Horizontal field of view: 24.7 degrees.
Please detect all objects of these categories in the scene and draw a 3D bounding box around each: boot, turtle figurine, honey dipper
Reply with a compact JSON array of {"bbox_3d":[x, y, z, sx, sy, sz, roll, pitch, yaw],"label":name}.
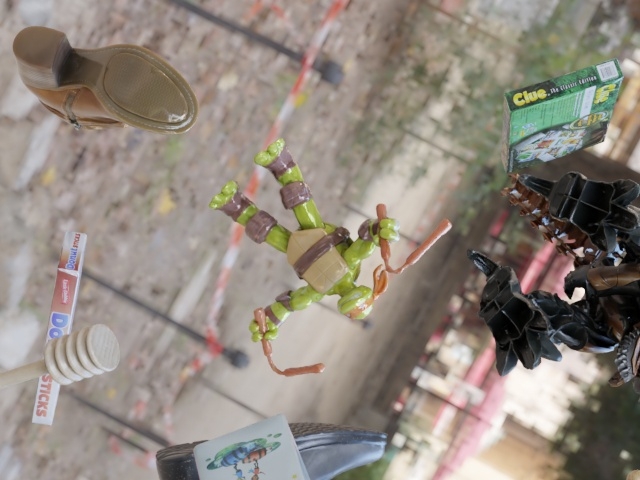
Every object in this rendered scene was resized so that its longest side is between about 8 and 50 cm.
[{"bbox_3d":[-0.199,-0.137,1.426,0.073,0.197,0.152,-61,170,-14],"label":"boot"},{"bbox_3d":[0.000,0.000,1.538,0.269,0.217,0.087,-42,174,29],"label":"turtle figurine"},{"bbox_3d":[-0.059,0.352,1.835,0.118,0.338,0.222,-4,-89,58],"label":"boot"},{"bbox_3d":[-0.197,0.085,0.908,0.161,0.030,0.030,-17,-162,25],"label":"honey dipper"}]

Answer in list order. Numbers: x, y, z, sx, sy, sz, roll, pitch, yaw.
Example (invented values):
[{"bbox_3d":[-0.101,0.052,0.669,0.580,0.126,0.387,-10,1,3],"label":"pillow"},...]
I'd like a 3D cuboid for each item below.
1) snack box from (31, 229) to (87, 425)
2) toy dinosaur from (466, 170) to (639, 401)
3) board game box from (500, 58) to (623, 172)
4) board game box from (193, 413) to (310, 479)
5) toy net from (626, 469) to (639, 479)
[{"bbox_3d":[-0.239,0.082,1.336,0.064,0.022,0.178,-91,-165,-57],"label":"snack box"},{"bbox_3d":[0.235,0.047,1.144,0.322,0.218,0.164,18,-90,50],"label":"toy dinosaur"},{"bbox_3d":[0.287,-0.146,1.766,0.259,0.136,0.030,67,8,-76],"label":"board game box"},{"bbox_3d":[-0.014,0.343,1.292,0.224,0.098,0.303,70,-2,-45],"label":"board game box"},{"bbox_3d":[0.258,0.219,1.131,0.232,0.045,0.122,-27,139,-8],"label":"toy net"}]
